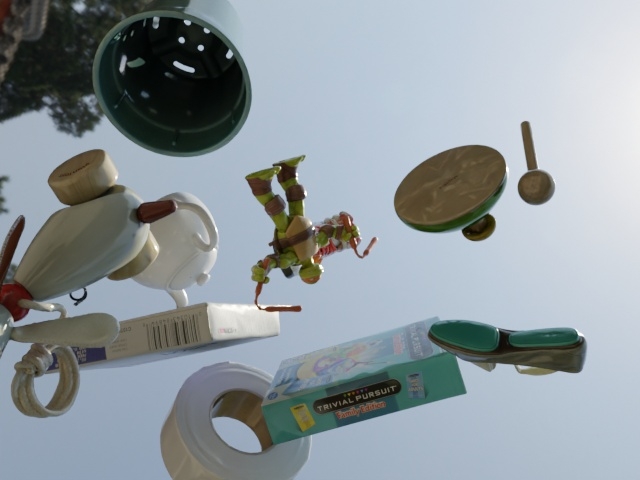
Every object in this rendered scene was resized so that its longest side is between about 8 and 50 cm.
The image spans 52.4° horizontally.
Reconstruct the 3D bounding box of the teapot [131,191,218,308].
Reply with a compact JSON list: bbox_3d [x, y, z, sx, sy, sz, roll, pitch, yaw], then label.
[{"bbox_3d":[-0.320,0.024,1.471,0.187,0.256,0.252,45,-87,10],"label":"teapot"}]

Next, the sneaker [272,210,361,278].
[{"bbox_3d":[0.000,-0.001,1.307,0.144,0.270,0.090,-20,-86,12],"label":"sneaker"}]

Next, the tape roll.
[{"bbox_3d":[-0.163,0.378,1.270,0.286,0.286,0.100,55,-50,33],"label":"tape roll"}]

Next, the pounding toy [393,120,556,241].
[{"bbox_3d":[0.242,-0.061,1.014,0.236,0.110,0.183,-20,-145,20],"label":"pounding toy"}]

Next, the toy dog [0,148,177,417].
[{"bbox_3d":[-0.279,0.034,0.749,0.160,0.220,0.334,-7,-125,31],"label":"toy dog"}]

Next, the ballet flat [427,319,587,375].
[{"bbox_3d":[0.254,0.155,0.899,0.213,0.068,0.072,0,-152,22],"label":"ballet flat"}]

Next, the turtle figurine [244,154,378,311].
[{"bbox_3d":[-0.031,-0.021,1.037,0.269,0.217,0.087,-27,-164,-34],"label":"turtle figurine"}]

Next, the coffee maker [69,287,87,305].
[{"bbox_3d":[-0.572,0.050,1.566,0.178,0.171,0.120,-18,-153,43],"label":"coffee maker"}]

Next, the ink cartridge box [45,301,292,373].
[{"bbox_3d":[-0.250,0.173,1.148,0.324,0.330,0.072,-14,-102,19],"label":"ink cartridge box"}]

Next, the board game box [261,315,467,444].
[{"bbox_3d":[0.078,0.246,1.194,0.335,0.254,0.079,-17,-85,6],"label":"board game box"}]

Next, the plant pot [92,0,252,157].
[{"bbox_3d":[-0.320,-0.426,1.530,0.341,0.341,0.334,-24,-145,16],"label":"plant pot"}]
